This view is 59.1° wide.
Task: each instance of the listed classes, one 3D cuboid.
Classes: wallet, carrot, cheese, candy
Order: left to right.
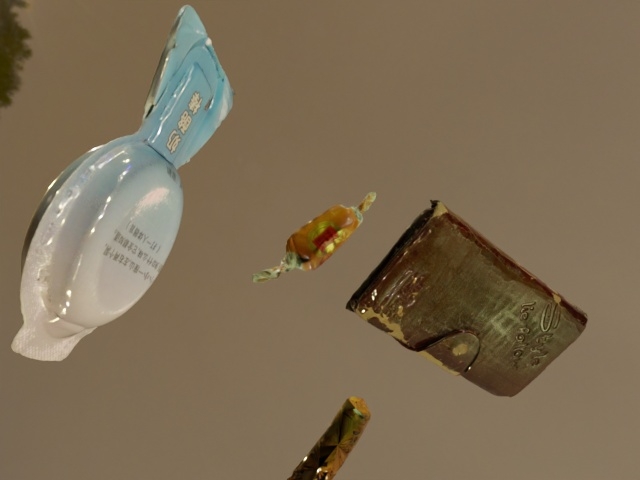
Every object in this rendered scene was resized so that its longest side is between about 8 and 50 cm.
[{"bbox_3d":[-0.129,-0.032,0.387,0.052,0.135,0.244,22,-105,12],"label":"cheese"},{"bbox_3d":[0.000,0.000,0.663,0.182,0.053,0.046,-36,-111,-12],"label":"candy"},{"bbox_3d":[0.010,0.378,0.992,0.228,0.069,0.069,-55,-135,3],"label":"carrot"},{"bbox_3d":[0.139,0.067,0.503,0.122,0.232,0.031,-51,-149,12],"label":"wallet"}]
